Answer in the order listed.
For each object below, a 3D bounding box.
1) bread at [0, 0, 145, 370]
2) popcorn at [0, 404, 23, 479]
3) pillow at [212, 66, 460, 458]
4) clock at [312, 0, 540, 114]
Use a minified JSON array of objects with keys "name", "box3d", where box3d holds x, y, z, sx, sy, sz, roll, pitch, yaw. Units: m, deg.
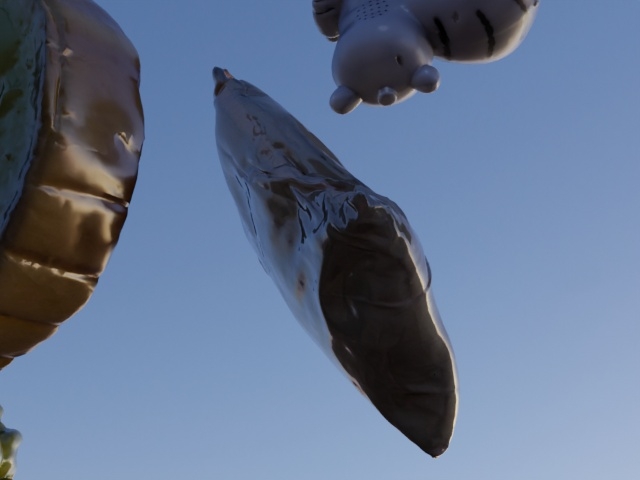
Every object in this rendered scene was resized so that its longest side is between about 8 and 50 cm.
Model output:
[{"name":"bread","box3d":[-0.198,-0.040,0.495,0.236,0.236,0.070,-13,-17,27]},{"name":"popcorn","box3d":[-0.271,0.149,0.614,0.174,0.173,0.142,-4,-63,17]},{"name":"pillow","box3d":[0.000,0.000,0.627,0.067,0.270,0.173,-22,-58,-16]},{"name":"clock","box3d":[0.085,-0.159,0.730,0.176,0.117,0.080,-16,-35,10]}]
